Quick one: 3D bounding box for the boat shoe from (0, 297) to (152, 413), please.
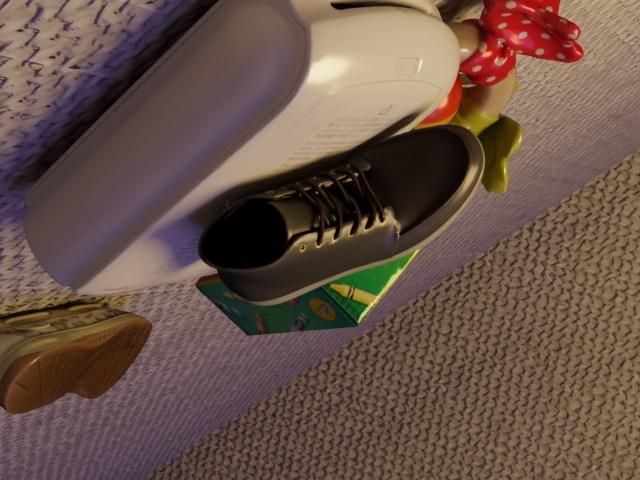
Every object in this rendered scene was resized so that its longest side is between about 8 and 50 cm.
[{"bbox_3d":[-0.269,0.107,1.219,0.105,0.089,0.285,-59,165,8],"label":"boat shoe"}]

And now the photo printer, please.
[{"bbox_3d":[-0.046,-0.085,0.888,0.307,0.107,0.256,-38,166,29],"label":"photo printer"}]

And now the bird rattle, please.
[{"bbox_3d":[0.123,-0.138,1.060,0.206,0.143,0.253,-11,160,-11],"label":"bird rattle"}]

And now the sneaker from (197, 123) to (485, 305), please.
[{"bbox_3d":[0.021,-0.022,0.847,0.222,0.083,0.118,-31,167,3],"label":"sneaker"}]

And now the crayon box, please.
[{"bbox_3d":[0.000,0.000,1.088,0.165,0.081,0.278,-51,-166,-20],"label":"crayon box"}]
